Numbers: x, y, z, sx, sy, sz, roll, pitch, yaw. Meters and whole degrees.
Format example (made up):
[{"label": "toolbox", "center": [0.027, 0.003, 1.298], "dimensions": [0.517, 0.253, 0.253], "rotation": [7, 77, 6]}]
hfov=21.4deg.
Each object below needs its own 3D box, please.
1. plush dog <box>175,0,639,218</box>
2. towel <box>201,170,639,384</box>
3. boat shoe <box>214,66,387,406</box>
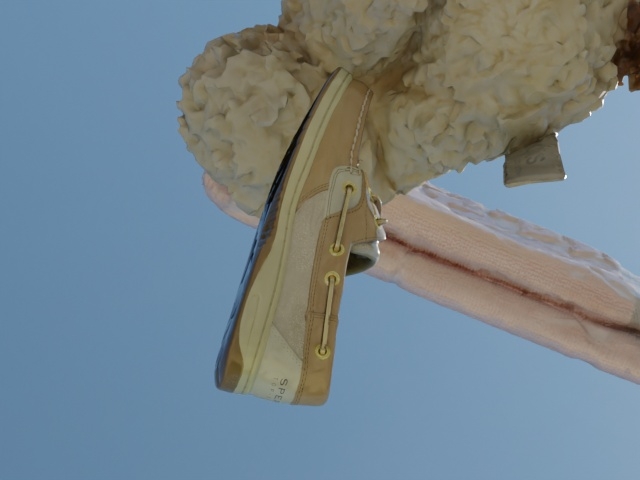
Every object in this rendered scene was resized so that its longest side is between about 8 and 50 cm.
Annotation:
[{"label": "plush dog", "center": [0.051, -0.156, 0.721], "dimensions": [0.262, 0.210, 0.225], "rotation": [-42, -67, -35]}, {"label": "towel", "center": [0.105, 0.009, 0.956], "dimensions": [0.317, 0.332, 0.053], "rotation": [22, -85, 4]}, {"label": "boat shoe", "center": [0.000, 0.000, 0.625], "dimensions": [0.045, 0.050, 0.135], "rotation": [20, -113, -6]}]
